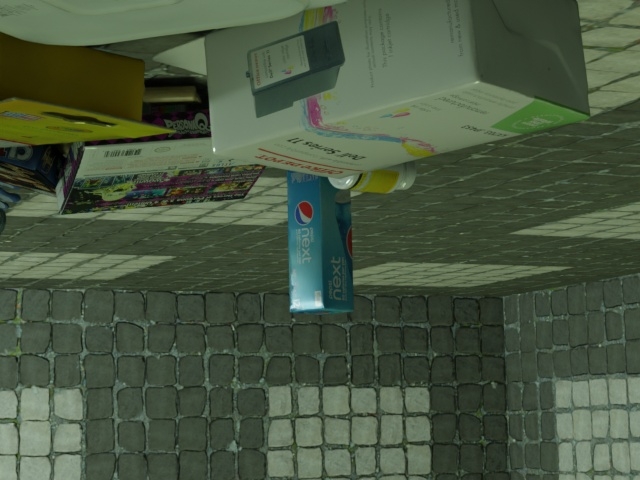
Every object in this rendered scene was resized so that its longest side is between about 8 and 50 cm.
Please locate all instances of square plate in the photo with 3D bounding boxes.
[{"bbox_3d":[-0.167,-0.210,1.200,0.344,0.049,0.347,-5,172,23],"label":"square plate"}]

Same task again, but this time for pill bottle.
[{"bbox_3d":[0.071,-0.096,2.090,0.116,0.065,0.065,5,170,-39],"label":"pill bottle"}]

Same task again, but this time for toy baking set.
[{"bbox_3d":[-0.229,-0.127,1.763,0.256,0.030,0.197,-10,161,28],"label":"toy baking set"}]

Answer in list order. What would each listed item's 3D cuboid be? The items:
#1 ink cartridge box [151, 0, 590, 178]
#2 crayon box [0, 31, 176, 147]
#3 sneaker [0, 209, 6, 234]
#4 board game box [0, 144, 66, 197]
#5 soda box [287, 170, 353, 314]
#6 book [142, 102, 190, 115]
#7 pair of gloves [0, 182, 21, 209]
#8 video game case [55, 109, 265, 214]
[{"bbox_3d":[0.039,-0.140,1.418,0.353,0.119,0.207,-12,168,35],"label":"ink cartridge box"},{"bbox_3d":[-0.313,-0.142,1.491,0.318,0.081,0.202,0,175,40],"label":"crayon box"},{"bbox_3d":[-0.605,-0.032,2.313,0.283,0.110,0.122,1,169,-21],"label":"sneaker"},{"bbox_3d":[-0.387,-0.104,1.850,0.165,0.042,0.243,16,173,3],"label":"board game box"},{"bbox_3d":[0.000,0.000,2.256,0.067,0.210,0.071,-7,170,40],"label":"soda box"},{"bbox_3d":[-0.225,-0.142,1.822,0.144,0.035,0.096,-1,167,2],"label":"book"},{"bbox_3d":[-0.532,-0.047,2.244,0.198,0.023,0.159,-28,155,10],"label":"pair of gloves"},{"bbox_3d":[-0.175,-0.090,1.785,0.232,0.042,0.210,-6,162,-18],"label":"video game case"}]
